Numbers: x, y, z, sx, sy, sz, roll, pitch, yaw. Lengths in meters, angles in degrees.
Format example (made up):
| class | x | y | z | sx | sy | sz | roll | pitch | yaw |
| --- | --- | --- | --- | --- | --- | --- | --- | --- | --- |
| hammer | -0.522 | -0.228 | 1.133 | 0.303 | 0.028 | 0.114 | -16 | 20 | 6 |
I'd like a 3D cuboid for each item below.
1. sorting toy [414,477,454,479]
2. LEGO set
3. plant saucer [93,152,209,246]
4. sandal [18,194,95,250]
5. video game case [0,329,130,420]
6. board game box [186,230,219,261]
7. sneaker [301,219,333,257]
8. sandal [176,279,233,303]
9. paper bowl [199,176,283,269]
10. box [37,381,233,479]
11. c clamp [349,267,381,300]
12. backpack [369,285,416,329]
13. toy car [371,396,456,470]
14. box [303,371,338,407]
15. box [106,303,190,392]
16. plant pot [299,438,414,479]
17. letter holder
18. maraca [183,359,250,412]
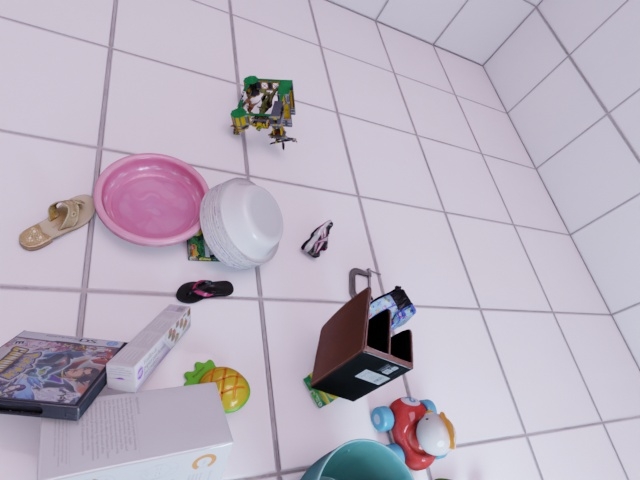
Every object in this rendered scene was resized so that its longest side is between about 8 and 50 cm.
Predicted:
| class | x | y | z | sx | sy | sz | roll | pitch | yaw |
| --- | --- | --- | --- | --- | --- | --- | --- | --- | --- |
| sorting toy | 0.369 | 0.789 | 1.298 | 0.365 | 0.127 | 0.126 | 14 | 82 | -27 |
| LEGO set | -0.219 | -0.500 | 1.783 | 0.254 | 0.192 | 0.332 | -2 | 52 | 1 |
| plant saucer | -0.504 | -0.115 | 1.343 | 0.331 | 0.084 | 0.333 | 11 | 56 | -16 |
| sandal | -0.706 | -0.068 | 1.205 | 0.088 | 0.079 | 0.240 | 39 | 47 | -3 |
| video game case | -0.572 | 0.271 | 0.925 | 0.248 | 0.035 | 0.275 | 8 | 11 | -6 |
| board game box | -0.372 | -0.052 | 1.440 | 0.136 | 0.030 | 0.260 | 2 | 59 | -28 |
| sneaker | 0.000 | 0.000 | 1.621 | 0.077 | 0.072 | 0.178 | 48 | 54 | -11 |
| sandal | -0.341 | 0.143 | 1.315 | 0.179 | 0.040 | 0.067 | -6 | 63 | -35 |
| paper bowl | -0.225 | -0.060 | 1.380 | 0.284 | 0.148 | 0.285 | 37 | 43 | -45 |
| box | -0.388 | 0.451 | 0.924 | 0.344 | 0.215 | 0.168 | 3 | 32 | -31 |
| c clamp | 0.167 | 0.162 | 1.633 | 0.137 | 0.022 | 0.161 | 23 | 49 | -17 |
| backpack | 0.217 | 0.253 | 1.511 | 0.173 | 0.158 | 0.117 | -17 | 62 | -36 |
| toy car | 0.316 | 0.555 | 1.308 | 0.219 | 0.238 | 0.211 | 5 | 57 | -30 |
| box | 0.040 | 0.428 | 1.357 | 0.179 | 0.043 | 0.105 | -20 | 71 | -38 |
| box | -0.402 | 0.247 | 1.071 | 0.067 | 0.063 | 0.324 | 5 | 15 | 3 |
| plant pot | 0.061 | 0.661 | 1.078 | 0.292 | 0.235 | 0.293 | 16 | 53 | -22 |
| letter holder | 0.115 | 0.297 | 1.262 | 0.151 | 0.302 | 0.215 | 23 | 48 | -16 |
| maraca | -0.272 | 0.382 | 1.161 | 0.185 | 0.099 | 0.127 | 25 | 35 | 18 |
